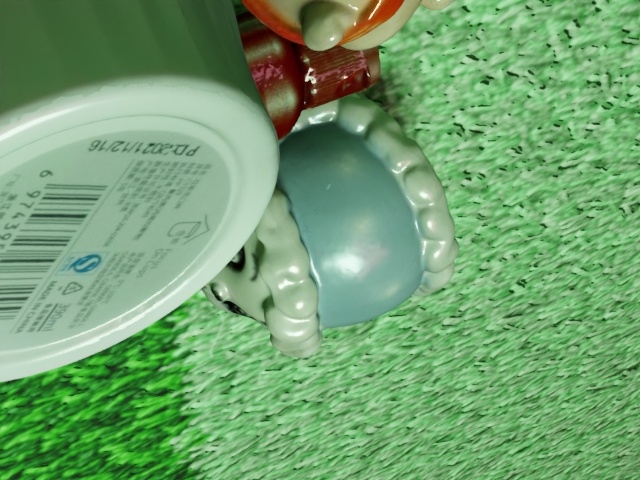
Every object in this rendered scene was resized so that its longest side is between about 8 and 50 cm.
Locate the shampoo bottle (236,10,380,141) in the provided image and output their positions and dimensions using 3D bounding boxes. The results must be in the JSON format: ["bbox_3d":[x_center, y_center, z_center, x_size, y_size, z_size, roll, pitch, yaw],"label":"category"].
[{"bbox_3d":[-0.109,-0.090,1.106,0.314,0.076,0.118,-22,142,-17],"label":"shampoo bottle"}]

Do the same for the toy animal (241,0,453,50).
[{"bbox_3d":[0.028,-0.209,0.977,0.197,0.171,0.171,-31,148,-16],"label":"toy animal"}]

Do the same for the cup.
[{"bbox_3d":[-0.188,-0.135,0.733,0.253,0.372,0.253,-24,154,-13],"label":"cup"}]

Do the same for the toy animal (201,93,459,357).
[{"bbox_3d":[0.000,0.000,1.246,0.204,0.156,0.208,-27,143,-17],"label":"toy animal"}]
